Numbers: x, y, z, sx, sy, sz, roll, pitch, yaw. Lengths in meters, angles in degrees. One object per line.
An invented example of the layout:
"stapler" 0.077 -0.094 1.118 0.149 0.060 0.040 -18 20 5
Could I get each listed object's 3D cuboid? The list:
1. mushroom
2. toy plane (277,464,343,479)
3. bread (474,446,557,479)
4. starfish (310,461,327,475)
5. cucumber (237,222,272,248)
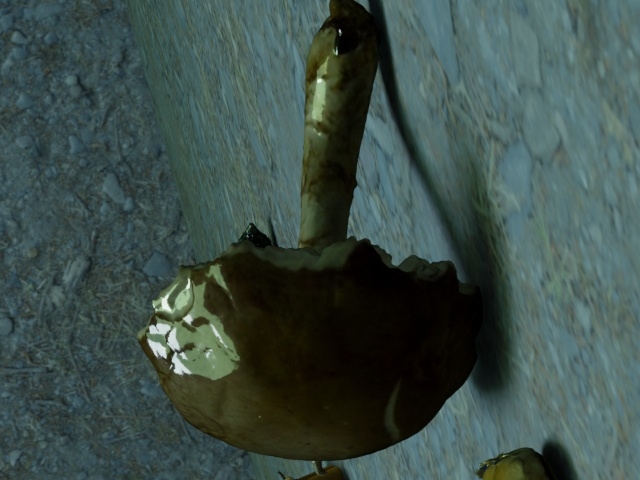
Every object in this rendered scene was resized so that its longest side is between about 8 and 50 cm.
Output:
"mushroom" 0.027 0.019 1.109 0.208 0.301 0.233 25 149 15
"toy plane" 0.015 0.452 2.038 0.204 0.103 0.316 148 106 -80
"bread" 0.134 0.183 0.983 0.072 0.053 0.106 110 138 -81
"starfish" -0.018 0.183 1.937 0.238 0.057 0.213 94 167 -54
"cucumber" -0.068 0.110 2.081 0.072 0.072 0.300 -127 24 -67
